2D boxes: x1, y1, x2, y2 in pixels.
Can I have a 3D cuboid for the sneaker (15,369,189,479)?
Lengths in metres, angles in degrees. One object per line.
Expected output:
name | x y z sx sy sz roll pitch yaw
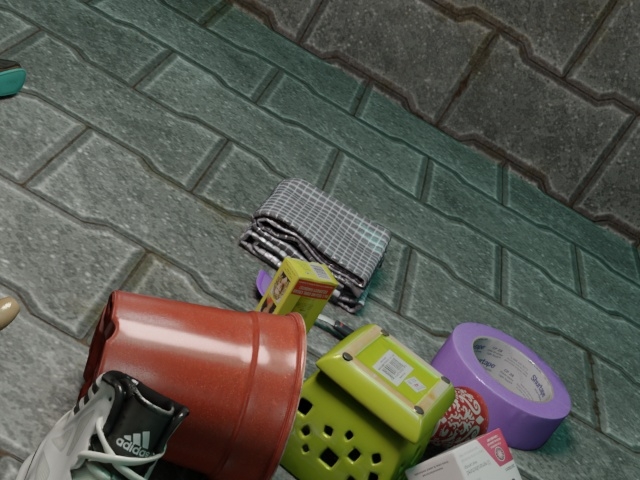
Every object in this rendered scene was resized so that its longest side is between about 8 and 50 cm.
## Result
sneaker | -0.272 0.300 1.298 0.169 0.257 0.447 25 25 -16

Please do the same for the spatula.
spatula | 0.003 0.152 2.195 0.296 0.030 0.084 30 25 -6

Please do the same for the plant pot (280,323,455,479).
plant pot | 0.069 0.272 1.830 0.227 0.207 0.228 38 25 12

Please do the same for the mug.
mug | 0.191 0.313 2.013 0.169 0.150 0.113 15 54 -57

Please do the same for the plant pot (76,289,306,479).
plant pot | -0.190 0.197 1.623 0.265 0.272 0.272 17 27 -14

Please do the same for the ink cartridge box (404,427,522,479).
ink cartridge box | 0.249 0.427 1.766 0.172 0.100 0.237 -7 71 -57

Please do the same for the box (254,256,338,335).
box | -0.066 0.139 1.887 0.087 0.232 0.058 14 27 -38

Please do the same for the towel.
towel | 0.000 0.000 2.374 0.283 0.121 0.235 32 25 -1

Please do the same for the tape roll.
tape roll | 0.356 0.285 2.297 0.274 0.090 0.275 26 25 -13

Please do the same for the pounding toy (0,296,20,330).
pounding toy | -0.564 0.081 1.603 0.269 0.155 0.154 29 51 16

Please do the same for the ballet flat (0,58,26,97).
ballet flat | -0.664 -0.306 2.212 0.096 0.095 0.280 24 13 6
